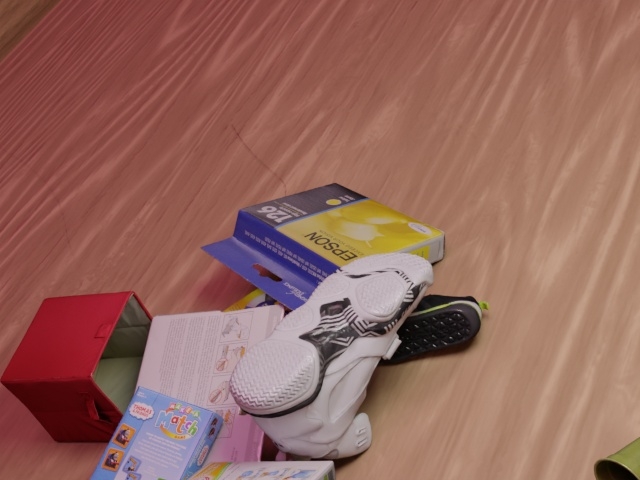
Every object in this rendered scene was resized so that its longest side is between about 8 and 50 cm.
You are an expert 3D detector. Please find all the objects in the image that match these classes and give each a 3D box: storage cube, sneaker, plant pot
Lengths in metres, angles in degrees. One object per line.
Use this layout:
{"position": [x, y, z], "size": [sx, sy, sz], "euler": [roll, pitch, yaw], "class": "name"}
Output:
{"position": [-0.390, 0.218, 1.672], "size": [0.193, 0.183, 0.215], "euler": [-5, 44, 25], "class": "storage cube"}
{"position": [0.154, 0.135, 1.566], "size": [0.235, 0.084, 0.097], "euler": [-8, 18, 21], "class": "sneaker"}
{"position": [0.406, 0.289, 1.245], "size": [0.079, 0.083, 0.083], "euler": [-34, 38, -27], "class": "plant pot"}
{"position": [0.039, 0.182, 1.463], "size": [0.366, 0.210, 0.137], "euler": [-38, 40, -25], "class": "sneaker"}

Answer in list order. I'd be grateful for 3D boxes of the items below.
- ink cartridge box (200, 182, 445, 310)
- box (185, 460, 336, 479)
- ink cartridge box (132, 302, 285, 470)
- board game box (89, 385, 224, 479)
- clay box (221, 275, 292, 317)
{"position": [0.000, 0.000, 1.692], "size": [0.307, 0.072, 0.303], "euler": [-17, 31, -35], "class": "ink cartridge box"}
{"position": [-0.084, 0.377, 1.358], "size": [0.203, 0.114, 0.103], "euler": [-5, 8, 24], "class": "box"}
{"position": [-0.178, 0.253, 1.564], "size": [0.261, 0.066, 0.296], "euler": [-7, 56, 24], "class": "ink cartridge box"}
{"position": [-0.259, 0.339, 1.480], "size": [0.160, 0.039, 0.211], "euler": [12, 66, 33], "class": "board game box"}
{"position": [-0.097, 0.144, 1.692], "size": [0.222, 0.053, 0.127], "euler": [-34, 41, -9], "class": "clay box"}
